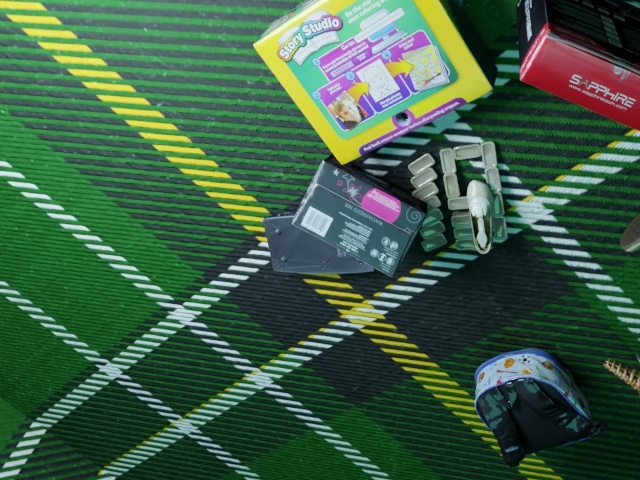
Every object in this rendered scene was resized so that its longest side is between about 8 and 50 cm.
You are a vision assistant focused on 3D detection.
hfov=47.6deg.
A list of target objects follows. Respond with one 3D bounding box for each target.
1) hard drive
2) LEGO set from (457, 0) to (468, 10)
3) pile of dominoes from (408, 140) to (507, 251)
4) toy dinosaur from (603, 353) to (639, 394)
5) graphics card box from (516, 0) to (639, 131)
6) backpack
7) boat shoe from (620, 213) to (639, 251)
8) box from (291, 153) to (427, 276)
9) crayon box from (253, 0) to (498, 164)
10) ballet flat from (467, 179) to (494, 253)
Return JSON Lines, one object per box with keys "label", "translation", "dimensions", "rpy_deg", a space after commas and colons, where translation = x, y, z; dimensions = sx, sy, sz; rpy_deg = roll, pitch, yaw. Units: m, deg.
{"label": "hard drive", "translation": [0.000, 0.000, 1.742], "dimensions": [0.254, 0.054, 0.172], "rpy_deg": [-1, 125, 14]}
{"label": "LEGO set", "translation": [0.254, -0.439, 1.372], "dimensions": [0.054, 0.023, 0.083], "rpy_deg": [-5, 124, 19]}
{"label": "pile of dominoes", "translation": [0.306, -0.096, 1.616], "dimensions": [0.196, 0.040, 0.251], "rpy_deg": [-5, 116, 19]}
{"label": "toy dinosaur", "translation": [0.818, 0.327, 1.658], "dimensions": [0.322, 0.218, 0.164], "rpy_deg": [36, 127, -12]}
{"label": "graphics card box", "translation": [0.444, -0.322, 1.188], "dimensions": [0.232, 0.371, 0.094], "rpy_deg": [22, 128, -2]}
{"label": "backpack", "translation": [0.513, 0.388, 1.792], "dimensions": [0.276, 0.213, 0.263], "rpy_deg": [-31, 121, 25]}
{"label": "boat shoe", "translation": [0.717, -0.037, 1.519], "dimensions": [0.072, 0.068, 0.190], "rpy_deg": [24, 129, -18]}
{"label": "box", "translation": [0.089, -0.057, 1.581], "dimensions": [0.247, 0.142, 0.163], "rpy_deg": [28, 106, 3]}
{"label": "crayon box", "translation": [0.105, -0.358, 1.412], "dimensions": [0.363, 0.106, 0.313], "rpy_deg": [-23, 115, 33]}
{"label": "ballet flat", "translation": [0.351, -0.048, 1.574], "dimensions": [0.057, 0.052, 0.168], "rpy_deg": [-6, 116, 19]}
